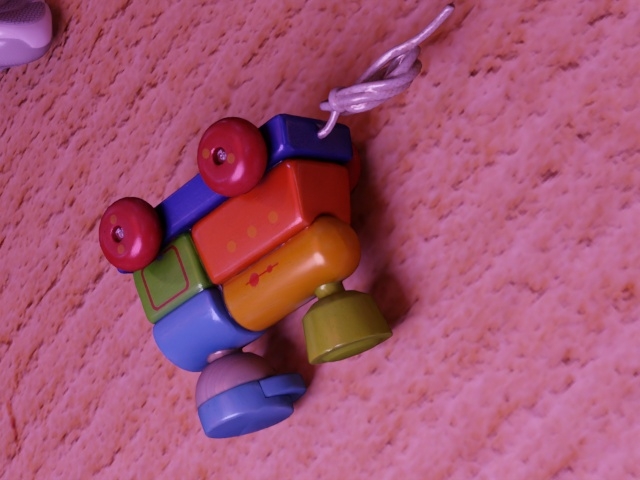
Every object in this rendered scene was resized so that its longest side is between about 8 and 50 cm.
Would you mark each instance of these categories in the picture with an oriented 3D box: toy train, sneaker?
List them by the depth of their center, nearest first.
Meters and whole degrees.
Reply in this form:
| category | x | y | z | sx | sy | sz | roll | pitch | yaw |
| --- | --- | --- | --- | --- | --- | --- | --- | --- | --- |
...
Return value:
| category | x | y | z | sx | sy | sz | roll | pitch | yaw |
| --- | --- | --- | --- | --- | --- | --- | --- | --- | --- |
| toy train | 0.000 | 0.000 | 0.635 | 0.248 | 0.105 | 0.143 | -33 | 70 | 32 |
| sneaker | -0.314 | -0.135 | 0.975 | 0.281 | 0.105 | 0.115 | -4 | 111 | 38 |
